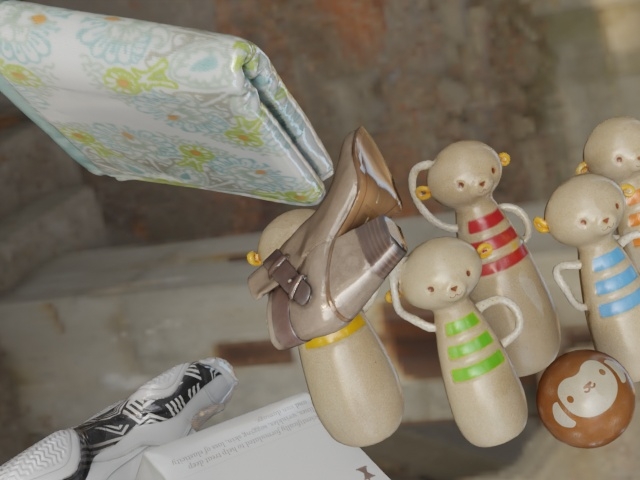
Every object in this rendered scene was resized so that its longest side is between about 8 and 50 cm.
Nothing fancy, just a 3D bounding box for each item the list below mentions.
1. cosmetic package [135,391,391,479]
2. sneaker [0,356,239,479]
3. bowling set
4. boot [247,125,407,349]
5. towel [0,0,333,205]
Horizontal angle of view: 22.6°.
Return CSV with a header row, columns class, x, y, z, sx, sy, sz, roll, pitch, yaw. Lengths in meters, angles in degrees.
class,x,y,z,sx,sy,sz,roll,pitch,yaw
cosmetic package,-0.095,0.358,1.601,0.217,0.156,0.385,-15,136,-41
sneaker,-0.199,0.282,1.787,0.366,0.137,0.210,-27,86,-44
bowling set,0.124,0.021,0.929,0.154,0.287,0.200,69,-14,-14
boot,0.000,0.000,0.827,0.042,0.087,0.118,42,22,-30
towel,-0.175,-0.151,1.789,0.374,0.320,0.090,51,50,-65
